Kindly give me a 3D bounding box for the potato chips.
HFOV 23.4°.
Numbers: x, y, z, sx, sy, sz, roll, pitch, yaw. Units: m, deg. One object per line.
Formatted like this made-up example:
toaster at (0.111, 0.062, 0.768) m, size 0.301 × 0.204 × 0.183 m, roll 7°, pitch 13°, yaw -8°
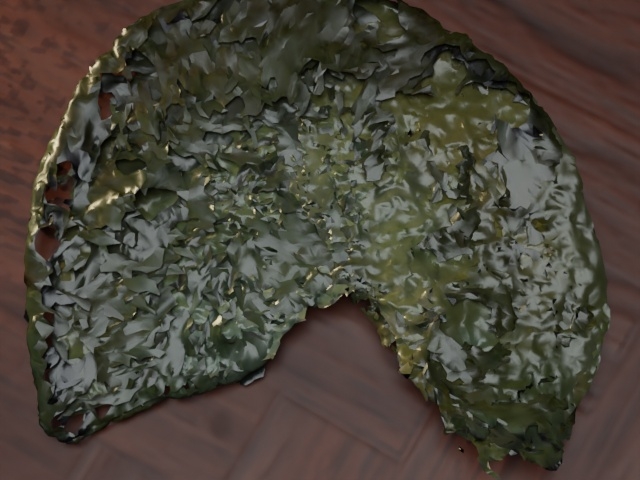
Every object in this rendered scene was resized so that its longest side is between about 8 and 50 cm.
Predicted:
potato chips at (0.000, -0.001, 0.564) m, size 0.220 × 0.029 × 0.202 m, roll 18°, pitch 75°, yaw 9°
